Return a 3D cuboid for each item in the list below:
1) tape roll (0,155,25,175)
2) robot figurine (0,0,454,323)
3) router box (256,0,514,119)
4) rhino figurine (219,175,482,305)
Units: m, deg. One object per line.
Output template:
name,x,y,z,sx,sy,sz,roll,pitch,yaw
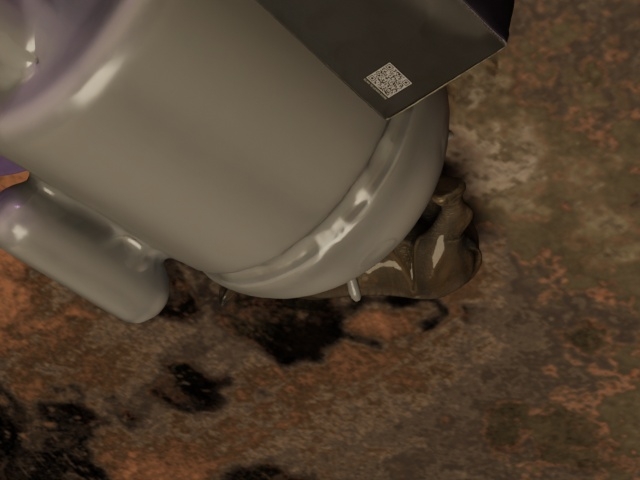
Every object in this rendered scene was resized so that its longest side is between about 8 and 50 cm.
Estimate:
tape roll,-0.238,-0.137,1.001,0.189,0.080,0.189,8,136,8
robot figurine,-0.064,-0.094,0.879,0.353,0.200,0.300,34,97,-36
router box,-0.023,-0.243,0.706,0.309,0.243,0.081,41,132,-23
rhino figurine,0.000,0.000,1.073,0.243,0.073,0.106,-4,130,23
